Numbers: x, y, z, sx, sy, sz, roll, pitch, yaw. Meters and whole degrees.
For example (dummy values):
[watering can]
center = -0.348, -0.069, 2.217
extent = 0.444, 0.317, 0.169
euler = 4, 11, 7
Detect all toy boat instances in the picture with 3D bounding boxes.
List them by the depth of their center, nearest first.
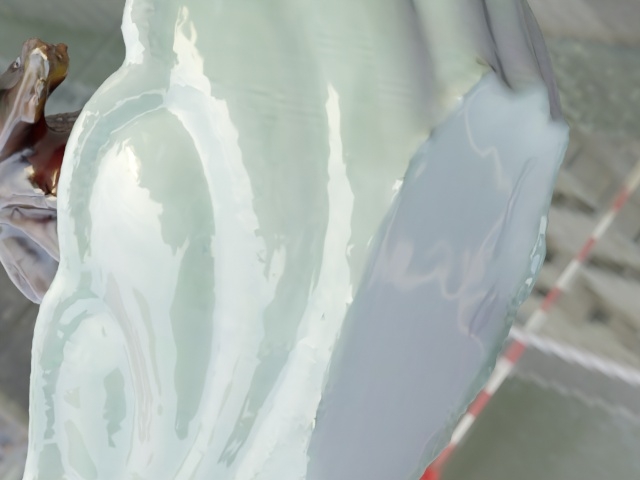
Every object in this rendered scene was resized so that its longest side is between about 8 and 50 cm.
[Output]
[toy boat]
center = 0.000, 0.000, 0.614
extent = 0.100, 0.290, 0.199
euler = 22, 173, 31

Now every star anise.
[star anise]
center = -0.171, -0.043, 1.026
extent = 0.288, 0.088, 0.288
euler = 12, 148, 8
